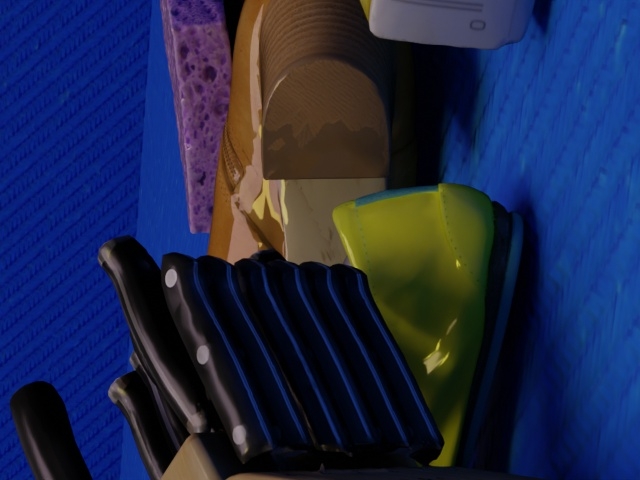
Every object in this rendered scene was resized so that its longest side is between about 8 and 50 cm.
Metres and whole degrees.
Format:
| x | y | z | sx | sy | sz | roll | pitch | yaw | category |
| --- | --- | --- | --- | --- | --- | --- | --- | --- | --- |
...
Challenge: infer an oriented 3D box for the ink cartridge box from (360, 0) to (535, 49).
| x | y | z | sx | sy | sz | roll | pitch | yaw | category |
| --- | --- | --- | --- | --- | --- | --- | --- | --- | --- |
| 0.045 | -0.270 | 0.723 | 0.307 | 0.072 | 0.303 | -109 | 24 | -60 | ink cartridge box |

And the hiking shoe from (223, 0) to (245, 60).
| x | y | z | sx | sy | sz | roll | pitch | yaw | category |
| --- | --- | --- | --- | --- | --- | --- | --- | --- | --- |
| -0.024 | -0.150 | 1.016 | 0.114 | 0.086 | 0.226 | -174 | 86 | -77 | hiking shoe |

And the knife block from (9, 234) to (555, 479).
| x | y | z | sx | sy | sz | roll | pitch | yaw | category |
| --- | --- | --- | --- | --- | --- | --- | --- | --- | --- |
| -0.018 | 0.136 | 0.616 | 0.242 | 0.088 | 0.275 | -2 | 85 | 52 | knife block |

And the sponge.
| x | y | z | sx | sy | sz | roll | pitch | yaw | category |
| --- | --- | --- | --- | --- | --- | --- | --- | --- | --- |
| -0.068 | -0.109 | 1.010 | 0.210 | 0.031 | 0.117 | -103 | 8 | -55 | sponge |

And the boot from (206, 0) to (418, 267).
| x | y | z | sx | sy | sz | roll | pitch | yaw | category |
| --- | --- | --- | --- | --- | --- | --- | --- | --- | --- |
| -0.001 | -0.001 | 0.875 | 0.211 | 0.104 | 0.295 | -87 | 2 | -62 | boot |

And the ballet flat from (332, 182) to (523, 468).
| x | y | z | sx | sy | sz | roll | pitch | yaw | category |
| --- | --- | --- | --- | --- | --- | --- | --- | --- | --- |
| 0.023 | 0.088 | 0.706 | 0.077 | 0.077 | 0.231 | -94 | 9 | -72 | ballet flat |
